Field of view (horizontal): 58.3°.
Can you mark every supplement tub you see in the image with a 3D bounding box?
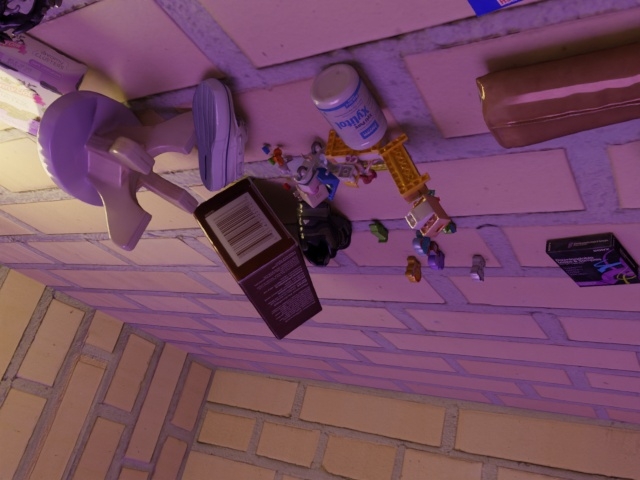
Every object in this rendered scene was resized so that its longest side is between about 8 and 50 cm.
[{"bbox_3d":[0.040,-0.181,0.783,0.071,0.071,0.107,-2,152,34],"label":"supplement tub"}]

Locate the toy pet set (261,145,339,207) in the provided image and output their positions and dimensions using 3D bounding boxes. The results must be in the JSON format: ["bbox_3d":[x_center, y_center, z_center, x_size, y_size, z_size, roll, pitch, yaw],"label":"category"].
[{"bbox_3d":[-0.028,-0.120,1.006,0.114,0.065,0.122,42,170,33],"label":"toy pet set"}]

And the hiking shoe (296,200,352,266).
[{"bbox_3d":[0.000,0.000,1.135,0.086,0.114,0.227,5,167,22],"label":"hiking shoe"}]

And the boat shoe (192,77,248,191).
[{"bbox_3d":[-0.155,-0.174,0.921,0.083,0.076,0.226,54,152,21],"label":"boat shoe"}]

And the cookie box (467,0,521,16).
[{"bbox_3d":[0.166,-0.273,0.535,0.092,0.040,0.107,-7,148,40],"label":"cookie box"}]

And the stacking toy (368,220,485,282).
[{"bbox_3d":[0.219,0.026,1.165,0.167,0.052,0.221,-4,150,36],"label":"stacking toy"}]

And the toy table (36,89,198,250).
[{"bbox_3d":[-0.313,-0.124,0.948,0.161,0.252,0.274,25,-179,15],"label":"toy table"}]

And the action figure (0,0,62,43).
[{"bbox_3d":[-0.337,-0.315,0.630,0.276,0.140,0.164,-10,152,15],"label":"action figure"}]

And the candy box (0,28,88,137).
[{"bbox_3d":[-0.489,-0.255,0.933,0.165,0.070,0.196,26,154,-25],"label":"candy box"}]

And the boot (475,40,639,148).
[{"bbox_3d":[0.294,-0.184,0.604,0.270,0.089,0.236,-3,151,38],"label":"boot"}]

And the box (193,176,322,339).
[{"bbox_3d":[-0.118,0.055,1.223,0.191,0.143,0.381,53,169,24],"label":"box"}]

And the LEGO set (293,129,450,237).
[{"bbox_3d":[0.102,-0.090,0.873,0.287,0.132,0.107,25,173,38],"label":"LEGO set"}]

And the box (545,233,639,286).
[{"bbox_3d":[0.504,0.040,1.055,0.116,0.029,0.162,-10,145,45],"label":"box"}]
